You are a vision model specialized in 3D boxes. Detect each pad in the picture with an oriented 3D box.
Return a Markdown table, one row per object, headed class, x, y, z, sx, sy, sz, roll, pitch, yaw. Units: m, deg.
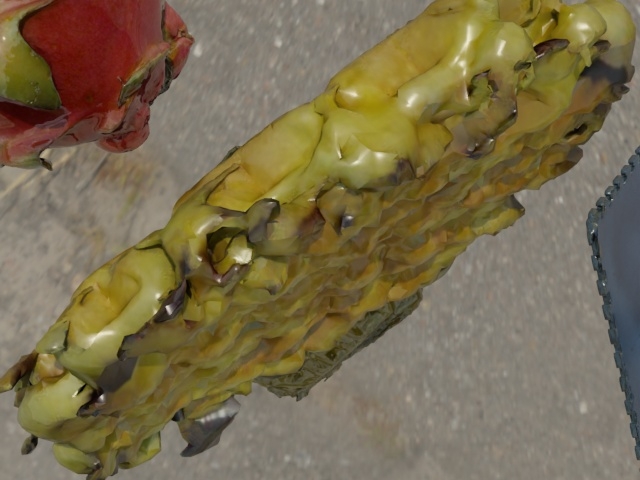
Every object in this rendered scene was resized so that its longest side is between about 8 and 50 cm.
| class | x | y | z | sx | sy | sz | roll | pitch | yaw |
| --- | --- | --- | --- | --- | --- | --- | --- | --- | --- |
| pad | 0.284 | 0.047 | 1.190 | 0.012 | 0.270 | 0.269 | -4 | 112 | 31 |

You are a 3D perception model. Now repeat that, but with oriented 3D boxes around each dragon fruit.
| class | x | y | z | sx | sy | sz | roll | pitch | yaw |
| --- | --- | --- | --- | --- | --- | --- | --- | --- | --- |
| dragon fruit | -0.200 | -0.150 | 0.938 | 0.227 | 0.224 | 0.224 | 29 | 111 | 0 |

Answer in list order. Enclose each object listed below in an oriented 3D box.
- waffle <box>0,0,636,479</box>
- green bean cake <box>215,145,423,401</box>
| class | x | y | z | sx | sy | sz | roll | pitch | yaw |
| --- | --- | --- | --- | --- | --- | --- | --- | --- | --- |
| waffle | 0.000 | 0.000 | 0.798 | 0.382 | 0.379 | 0.095 | -37 | 81 | -9 |
| green bean cake | -0.040 | 0.035 | 1.457 | 0.224 | 0.131 | 0.230 | 32 | 123 | -25 |
